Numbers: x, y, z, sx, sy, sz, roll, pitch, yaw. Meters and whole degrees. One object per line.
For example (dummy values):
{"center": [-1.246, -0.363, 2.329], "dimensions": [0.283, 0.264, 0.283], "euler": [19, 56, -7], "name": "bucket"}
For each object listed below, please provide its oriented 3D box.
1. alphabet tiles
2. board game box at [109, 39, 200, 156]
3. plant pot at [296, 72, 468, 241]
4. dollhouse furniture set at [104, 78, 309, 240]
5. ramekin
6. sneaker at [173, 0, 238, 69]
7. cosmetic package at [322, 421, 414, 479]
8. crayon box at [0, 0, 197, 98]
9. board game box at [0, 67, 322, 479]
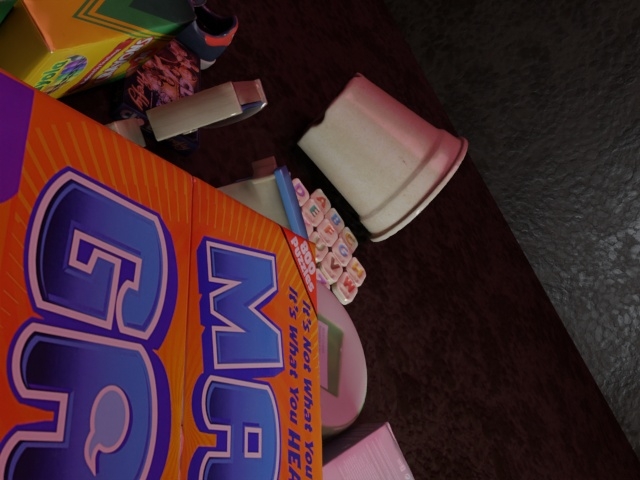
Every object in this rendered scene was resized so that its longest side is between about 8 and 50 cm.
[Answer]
{"center": [0.000, 0.000, 1.350], "dimensions": [0.284, 0.021, 0.278], "euler": [54, 32, -10], "name": "alphabet tiles"}
{"center": [-0.301, -0.292, 1.138], "dimensions": [0.165, 0.042, 0.243], "euler": [27, 44, -42], "name": "board game box"}
{"center": [0.126, -0.220, 1.464], "dimensions": [0.305, 0.334, 0.334], "euler": [41, 35, -10], "name": "plant pot"}
{"center": [-0.178, -0.081, 1.006], "dimensions": [0.198, 0.287, 0.303], "euler": [-64, 137, -73], "name": "dollhouse furniture set"}
{"center": [-0.060, 0.193, 0.981], "dimensions": [0.303, 0.148, 0.303], "euler": [35, 39, -35], "name": "ramekin"}
{"center": [-0.310, -0.485, 1.182], "dimensions": [0.350, 0.148, 0.131], "euler": [26, 45, -42], "name": "sneaker"}
{"center": [0.000, 0.362, 0.867], "dimensions": [0.238, 0.127, 0.107], "euler": [-20, 81, -31], "name": "cosmetic package"}
{"center": [-0.354, -0.275, 0.864], "dimensions": [0.318, 0.202, 0.081], "euler": [-39, 104, -47], "name": "crayon box"}
{"center": [-0.237, 0.152, 0.462], "dimensions": [0.356, 0.356, 0.356], "euler": [30, 53, -54], "name": "board game box"}
